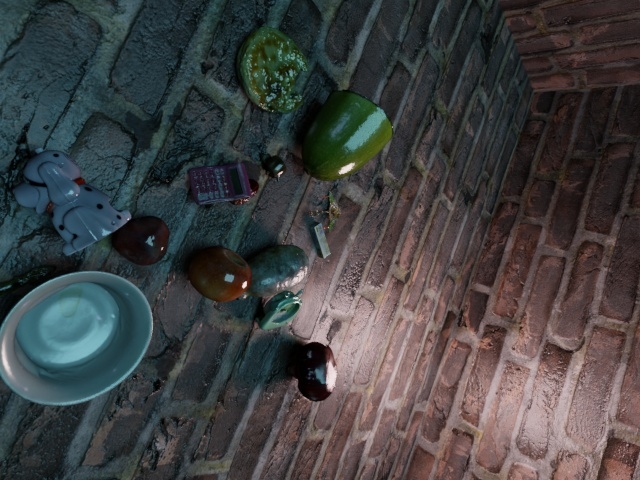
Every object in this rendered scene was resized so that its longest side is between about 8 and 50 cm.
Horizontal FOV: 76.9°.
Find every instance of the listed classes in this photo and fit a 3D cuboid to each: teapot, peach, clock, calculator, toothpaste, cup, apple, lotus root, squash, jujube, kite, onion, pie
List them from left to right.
[{"bbox_3d":[-0.630,-0.108,1.003,0.189,0.189,0.253,-45,115,-28],"label":"clock"},{"bbox_3d":[-0.645,0.231,1.059,0.347,0.163,0.346,-13,109,-42],"label":"cup"},{"bbox_3d":[-0.504,-0.008,1.156,0.152,0.152,0.152,-13,109,-43],"label":"peach"},{"bbox_3d":[-0.332,0.114,1.322,0.162,0.201,0.201,-49,135,8],"label":"apple"},{"bbox_3d":[-0.328,-0.186,1.321,0.191,0.034,0.126,-12,86,-24],"label":"calculator"},{"bbox_3d":[-0.269,-0.170,1.404,0.129,0.077,0.077,-38,124,-37],"label":"jujube"},{"bbox_3d":[-0.177,-0.269,1.475,0.068,0.076,0.121,-41,99,-20],"label":"teapot"},{"bbox_3d":[-0.177,0.117,1.499,0.350,0.175,0.174,-26,117,-39],"label":"lotus root"},{"bbox_3d":[-0.162,-0.594,1.413,0.303,0.067,0.302,-16,112,-43],"label":"pie"},{"bbox_3d":[-0.147,0.258,1.568,0.159,0.066,0.210,-2,136,-49],"label":"clock"},{"bbox_3d":[-0.035,0.564,1.736,0.252,0.219,0.251,-6,90,-88],"label":"onion"},{"bbox_3d":[0.000,0.000,1.743,0.046,0.034,0.164,-37,124,-33],"label":"toothpaste"},{"bbox_3d":[0.028,-0.126,1.731,0.244,0.006,0.197,-4,94,-55],"label":"kite"},{"bbox_3d":[0.078,-0.359,1.551,0.310,0.310,0.308,45,70,-42],"label":"squash"}]

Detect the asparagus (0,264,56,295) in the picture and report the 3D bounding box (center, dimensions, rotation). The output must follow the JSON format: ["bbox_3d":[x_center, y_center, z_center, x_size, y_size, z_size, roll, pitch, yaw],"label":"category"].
[{"bbox_3d":[-0.754,0.101,1.013,0.165,0.030,0.036,-31,110,-36],"label":"asparagus"}]
